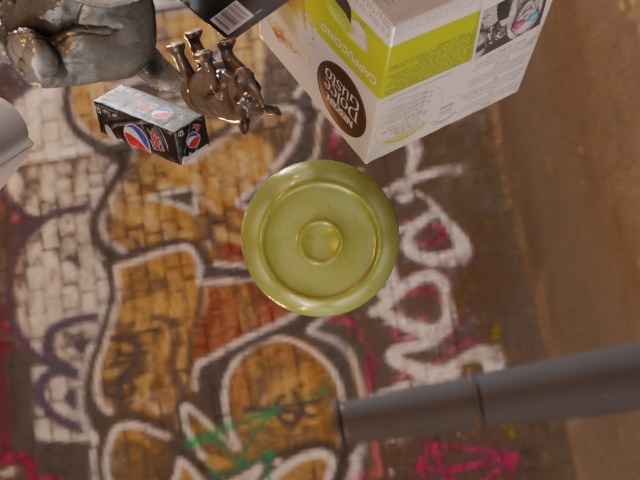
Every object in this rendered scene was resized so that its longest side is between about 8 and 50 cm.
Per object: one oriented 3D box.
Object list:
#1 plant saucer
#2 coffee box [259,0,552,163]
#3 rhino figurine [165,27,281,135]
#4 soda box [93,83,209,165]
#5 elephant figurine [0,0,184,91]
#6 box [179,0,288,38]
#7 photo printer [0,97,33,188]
[{"bbox_3d":[0.000,0.000,1.659,0.037,0.241,0.241,-92,-7,-82],"label":"plant saucer"},{"bbox_3d":[0.132,-0.395,1.802,0.338,0.338,0.334,52,156,24],"label":"coffee box"},{"bbox_3d":[-0.114,-0.187,1.337,0.243,0.073,0.106,32,144,58],"label":"rhino figurine"},{"bbox_3d":[-0.232,-0.159,1.508,0.169,0.060,0.053,23,136,35],"label":"soda box"},{"bbox_3d":[-0.200,-0.257,0.944,0.169,0.186,0.239,42,126,21],"label":"elephant figurine"},{"bbox_3d":[-0.055,-0.403,1.392,0.103,0.261,0.184,36,-145,-39],"label":"box"},{"bbox_3d":[-0.423,-0.024,1.092,0.107,0.256,0.307,44,-170,-11],"label":"photo printer"}]
